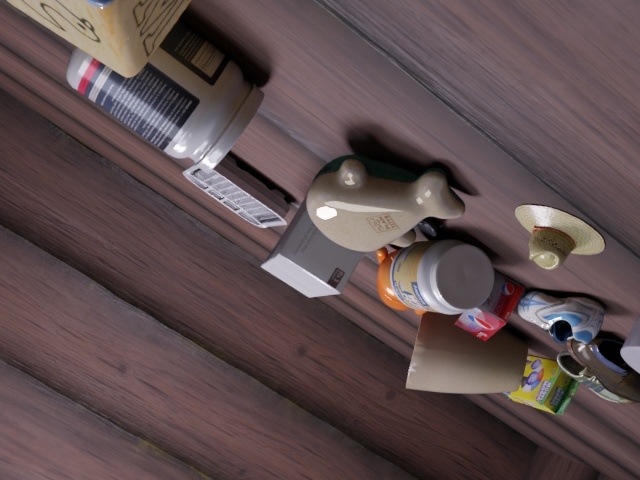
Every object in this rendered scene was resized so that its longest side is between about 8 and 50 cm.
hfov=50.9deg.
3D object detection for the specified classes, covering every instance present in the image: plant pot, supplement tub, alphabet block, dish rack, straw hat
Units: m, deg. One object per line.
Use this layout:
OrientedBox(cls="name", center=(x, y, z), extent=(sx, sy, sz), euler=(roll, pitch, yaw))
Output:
OrientedBox(cls="plant pot", center=(0.384, 0.292, 1.742), extent=(0.274, 0.256, 0.256), euler=(13, 165, 11))
OrientedBox(cls="supplement tub", center=(0.236, 0.070, 1.326), extent=(0.144, 0.144, 0.200), euler=(34, 169, -13))
OrientedBox(cls="supplement tub", center=(-0.249, -0.256, 1.099), extent=(0.272, 0.191, 0.191), euler=(36, 169, -17))
OrientedBox(cls="alphabet block", center=(-0.246, -0.334, 0.746), extent=(0.192, 0.193, 0.197), euler=(34, 169, -2))
OrientedBox(cls="dish rack", center=(-0.226, -0.142, 1.858), extent=(0.286, 0.072, 0.333), euler=(36, 169, -16))
OrientedBox(cls="straw hat", center=(0.338, 0.008, 0.994), extent=(0.145, 0.061, 0.144), euler=(30, 169, 6))

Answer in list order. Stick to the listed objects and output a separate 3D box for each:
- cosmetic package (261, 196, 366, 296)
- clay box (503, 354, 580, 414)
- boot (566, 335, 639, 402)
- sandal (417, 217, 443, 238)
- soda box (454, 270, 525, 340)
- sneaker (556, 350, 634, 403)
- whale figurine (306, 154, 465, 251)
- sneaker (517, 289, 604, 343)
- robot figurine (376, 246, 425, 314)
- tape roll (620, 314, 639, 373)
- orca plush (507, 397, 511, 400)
OrientedBox(cls="cosmetic package", center=(0.000, 0.000, 1.496), extent=(0.156, 0.217, 0.385), euler=(33, 168, -4))
OrientedBox(cls="clay box", center=(0.583, 0.376, 1.770), extent=(0.053, 0.127, 0.222), euler=(35, 168, -10))
OrientedBox(cls="boot", center=(0.599, 0.259, 1.334), extent=(0.219, 0.082, 0.106), euler=(34, 172, 0))
OrientedBox(cls="sandal", center=(0.200, -0.038, 1.255), extent=(0.067, 0.040, 0.179), euler=(35, -175, 14))
OrientedBox(cls="soda box", center=(0.360, 0.145, 1.455), extent=(0.084, 0.092, 0.263), euler=(28, 169, 12))
OrientedBox(cls="sneaker", center=(0.619, 0.306, 1.521), extent=(0.192, 0.064, 0.086), euler=(26, 173, 42))
OrientedBox(cls="whale figurine", center=(0.109, -0.080, 1.136), extent=(0.272, 0.141, 0.216), euler=(-10, 136, 38))
OrientedBox(cls="sneaker", center=(0.438, 0.147, 1.273), extent=(0.085, 0.086, 0.237), euler=(32, 171, -9))
OrientedBox(cls="robot figurine", center=(0.198, 0.094, 1.590), extent=(0.128, 0.158, 0.219), euler=(-3, 164, 4))
OrientedBox(cls="tape roll", center=(0.603, 0.198, 1.075), extent=(0.219, 0.072, 0.219), euler=(31, 168, 7))
OrientedBox(cls="orca plush", center=(0.501, 0.325, 1.933), extent=(0.287, 0.102, 0.151), euler=(37, 132, -9))
